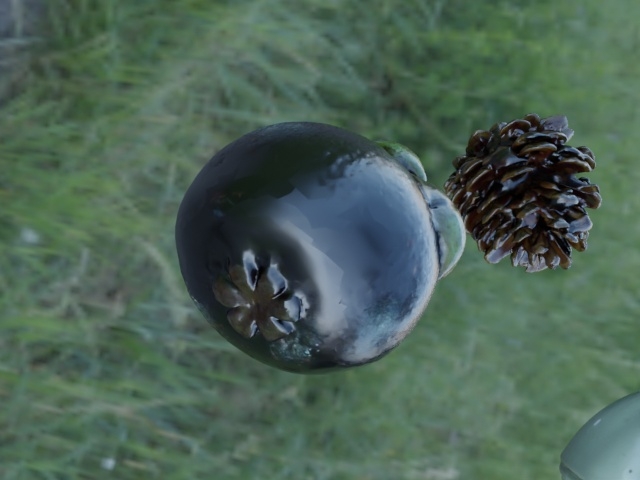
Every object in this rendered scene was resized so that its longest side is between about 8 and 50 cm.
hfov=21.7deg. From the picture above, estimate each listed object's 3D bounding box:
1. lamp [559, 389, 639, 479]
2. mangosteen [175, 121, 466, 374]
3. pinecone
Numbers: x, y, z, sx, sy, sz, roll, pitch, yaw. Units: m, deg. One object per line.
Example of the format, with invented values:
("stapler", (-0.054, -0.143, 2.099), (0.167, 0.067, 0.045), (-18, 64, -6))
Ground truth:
("lamp", (0.271, 0.155, 1.382), (0.106, 0.106, 0.193), (17, 101, -57))
("mangosteen", (0.000, 0.000, 1.373), (0.243, 0.243, 0.243), (-20, 114, -54))
("pinecone", (0.209, -0.043, 1.691), (0.173, 0.173, 0.174), (-20, 114, -54))
